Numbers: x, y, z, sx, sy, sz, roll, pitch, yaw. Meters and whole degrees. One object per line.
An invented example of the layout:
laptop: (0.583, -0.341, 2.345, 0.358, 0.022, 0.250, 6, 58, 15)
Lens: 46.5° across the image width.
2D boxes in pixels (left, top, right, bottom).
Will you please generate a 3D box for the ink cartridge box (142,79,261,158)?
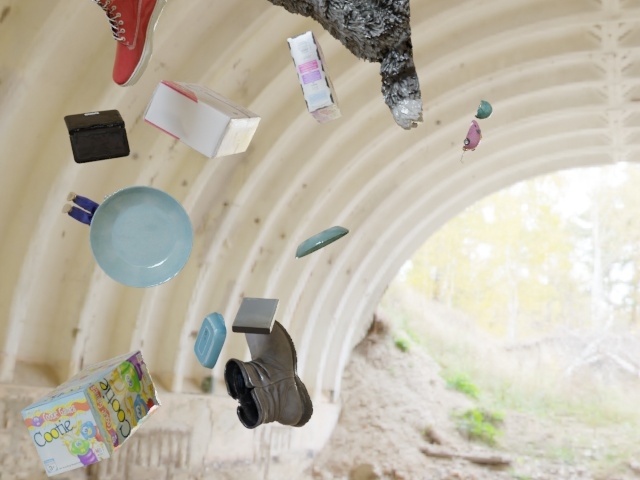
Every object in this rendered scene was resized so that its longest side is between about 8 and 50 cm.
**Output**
ink cartridge box: (-0.299, -0.316, 1.931, 0.207, 0.117, 0.283, 29, 14, 4)

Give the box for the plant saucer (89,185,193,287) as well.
plant saucer: (-0.339, -0.008, 1.420, 0.195, 0.194, 0.037, 6, 5, -4)

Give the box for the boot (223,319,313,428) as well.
boot: (-0.155, 0.312, 1.862, 0.118, 0.338, 0.223, -45, -36, 19)

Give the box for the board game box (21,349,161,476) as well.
board game box: (-0.462, 0.348, 1.540, 0.144, 0.142, 0.275, -20, 5, 11)

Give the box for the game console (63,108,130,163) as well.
game console: (-0.497, -0.233, 1.653, 0.122, 0.071, 0.107, -12, 39, -22)

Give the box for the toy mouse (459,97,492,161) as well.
toy mouse: (0.324, -0.235, 1.527, 0.031, 0.161, 0.143, 22, -37, 10)

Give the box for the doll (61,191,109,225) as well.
doll: (-0.626, -0.072, 2.092, 0.046, 0.129, 0.189, -5, -28, 41)

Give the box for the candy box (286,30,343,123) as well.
candy box: (-0.012, -0.411, 1.896, 0.070, 0.196, 0.165, -18, -4, 8)

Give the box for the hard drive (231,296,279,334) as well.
hard drive: (-0.158, 0.185, 1.839, 0.094, 0.022, 0.135, 2, 26, 6)

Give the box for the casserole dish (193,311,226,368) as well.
casserole dish: (-0.339, 0.304, 2.257, 0.037, 0.188, 0.114, 3, 32, -37)

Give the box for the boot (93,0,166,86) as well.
boot: (-0.432, -0.453, 1.559, 0.088, 0.244, 0.176, 25, 12, 32)

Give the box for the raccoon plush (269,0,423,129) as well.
raccoon plush: (0.033, -0.438, 1.528, 0.299, 0.446, 0.216, -8, -23, -1)

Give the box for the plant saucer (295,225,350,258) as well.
plant saucer: (0.000, 0.000, 1.420, 0.119, 0.021, 0.119, -26, -5, -3)
